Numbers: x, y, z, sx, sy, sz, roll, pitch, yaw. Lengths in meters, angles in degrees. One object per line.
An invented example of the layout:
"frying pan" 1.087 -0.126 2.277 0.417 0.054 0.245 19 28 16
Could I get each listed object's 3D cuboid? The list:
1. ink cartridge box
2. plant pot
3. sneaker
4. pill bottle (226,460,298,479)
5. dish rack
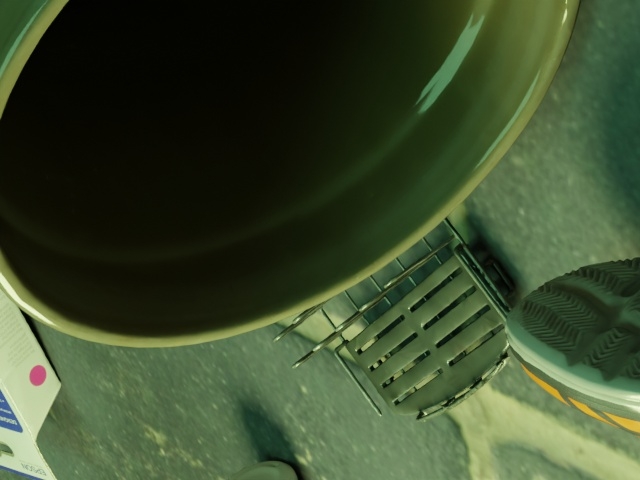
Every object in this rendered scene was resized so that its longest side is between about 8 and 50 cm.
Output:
"ink cartridge box" -0.356 0.062 1.605 0.175 0.069 0.371 9 130 44
"plant pot" -0.076 -0.153 0.875 0.280 0.323 0.323 54 152 35
"sneaker" 0.229 0.124 0.841 0.321 0.124 0.180 19 132 45
"pill bottle" -0.033 0.239 1.358 0.065 0.065 0.116 11 127 49
"dish rack" 0.000 0.000 1.089 0.271 0.074 0.208 53 149 5
